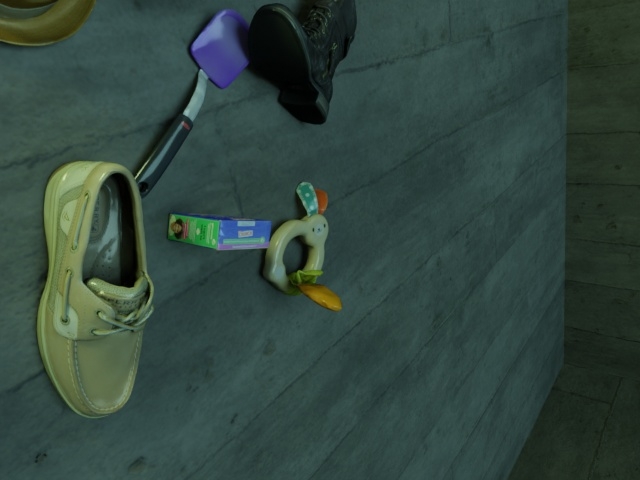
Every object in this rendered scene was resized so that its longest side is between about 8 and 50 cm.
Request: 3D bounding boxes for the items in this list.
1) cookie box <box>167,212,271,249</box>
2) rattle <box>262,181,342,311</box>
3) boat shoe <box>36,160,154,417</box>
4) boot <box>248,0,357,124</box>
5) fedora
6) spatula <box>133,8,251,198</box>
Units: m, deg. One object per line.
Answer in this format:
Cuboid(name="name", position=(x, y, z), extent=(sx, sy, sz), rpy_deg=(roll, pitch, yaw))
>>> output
Cuboid(name="cookie box", position=(-0.136, -0.013, 0.669), extent=(0.092, 0.107, 0.040), rpy_deg=(-1, 97, -51))
Cuboid(name="rattle", position=(0.000, 0.000, 0.823), extent=(0.130, 0.142, 0.200), rpy_deg=(39, 71, -27))
Cuboid(name="boat shoe", position=(-0.243, 0.063, 0.557), extent=(0.109, 0.098, 0.302), rpy_deg=(-7, 101, -50))
Cuboid(name="boot", position=(-0.011, -0.335, 0.773), extent=(0.263, 0.091, 0.229), rpy_deg=(56, 50, -67))
Cuboid(name="fedora", position=(-0.280, -0.286, 0.467), extent=(0.194, 0.079, 0.194), rpy_deg=(-12, 106, -49))
Cuboid(name="spatula", position=(-0.171, -0.180, 0.658), extent=(0.084, 0.030, 0.296), rpy_deg=(47, 61, -48))
